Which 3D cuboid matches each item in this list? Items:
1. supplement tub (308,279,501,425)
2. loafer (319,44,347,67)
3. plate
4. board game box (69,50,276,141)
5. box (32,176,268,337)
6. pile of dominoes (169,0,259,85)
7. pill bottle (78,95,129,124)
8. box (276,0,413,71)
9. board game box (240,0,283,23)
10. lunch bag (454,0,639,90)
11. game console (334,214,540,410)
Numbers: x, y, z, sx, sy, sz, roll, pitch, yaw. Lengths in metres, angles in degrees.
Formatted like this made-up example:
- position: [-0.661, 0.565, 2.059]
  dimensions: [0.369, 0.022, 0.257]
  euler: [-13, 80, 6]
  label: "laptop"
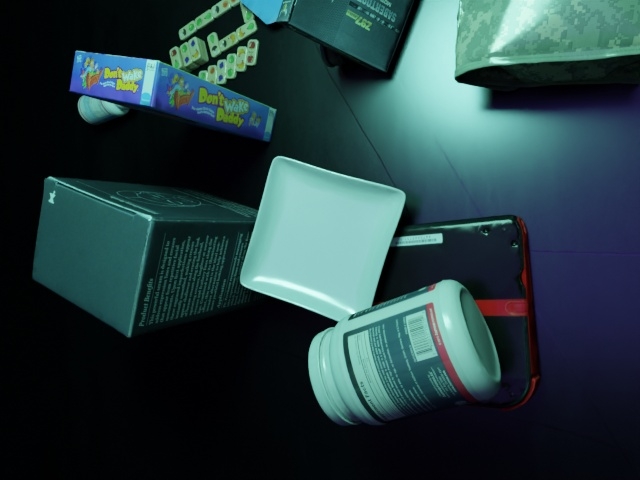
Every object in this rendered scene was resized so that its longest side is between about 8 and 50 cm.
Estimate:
- position: [0.137, 0.195, 0.762]
  dimensions: [0.272, 0.191, 0.191]
  euler: [-25, 80, 26]
  label: "supplement tub"
- position: [0.059, -0.500, 0.898]
  dimensions: [0.095, 0.109, 0.303]
  euler: [6, 92, 25]
  label: "loafer"
- position: [0.000, 0.000, 0.907]
  dimensions: [0.277, 0.045, 0.277]
  euler: [18, 96, 13]
  label: "plate"
- position: [-0.288, -0.292, 0.957]
  dimensions: [0.233, 0.347, 0.078]
  euler: [18, 99, 27]
  label: "board game box"
- position: [-0.312, 0.014, 0.953]
  dimensions: [0.293, 0.395, 0.212]
  euler: [20, 101, 28]
  label: "box"
- position: [-0.262, -0.479, 1.111]
  dimensions: [0.251, 0.040, 0.196]
  euler: [-17, 83, 29]
  label: "pile of dominoes"
- position: [-0.592, -0.383, 1.271]
  dimensions: [0.160, 0.087, 0.087]
  euler: [-7, 88, 29]
  label: "pill bottle"
- position: [0.056, -0.439, 0.830]
  dimensions: [0.059, 0.232, 0.184]
  euler: [41, 113, 54]
  label: "box"
- position: [-0.110, -0.570, 1.029]
  dimensions: [0.169, 0.033, 0.133]
  euler: [45, 107, 15]
  label: "board game box"
- position: [0.354, -0.366, 0.700]
  dimensions: [0.286, 0.169, 0.235]
  euler: [6, 95, 24]
  label: "lunch bag"
- position: [0.199, 0.139, 0.874]
  dimensions: [0.386, 0.060, 0.342]
  euler: [-6, 84, 28]
  label: "game console"
